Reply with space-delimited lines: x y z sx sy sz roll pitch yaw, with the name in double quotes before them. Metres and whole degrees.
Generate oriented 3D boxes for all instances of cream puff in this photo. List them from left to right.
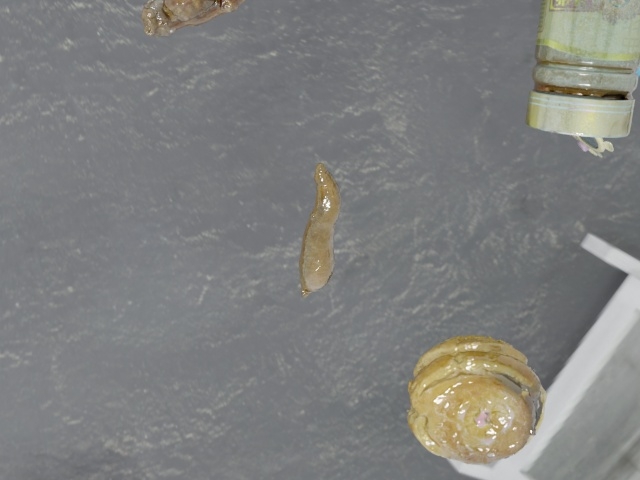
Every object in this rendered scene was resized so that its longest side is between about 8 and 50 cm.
"cream puff" 0.204 0.200 1.044 0.189 0.129 0.189 -1 119 -1

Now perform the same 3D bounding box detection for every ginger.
"ginger" -0.101 -0.258 0.787 0.073 0.103 0.162 46 67 -9

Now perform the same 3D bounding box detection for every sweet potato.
"sweet potato" 0.000 0.000 0.523 0.026 0.026 0.115 -7 134 -19

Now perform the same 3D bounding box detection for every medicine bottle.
"medicine bottle" 0.392 -0.319 1.150 0.151 0.151 0.322 -2 106 -21

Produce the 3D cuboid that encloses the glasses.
"glasses" 0.487 -0.259 1.367 0.088 0.190 0.220 21 97 12
